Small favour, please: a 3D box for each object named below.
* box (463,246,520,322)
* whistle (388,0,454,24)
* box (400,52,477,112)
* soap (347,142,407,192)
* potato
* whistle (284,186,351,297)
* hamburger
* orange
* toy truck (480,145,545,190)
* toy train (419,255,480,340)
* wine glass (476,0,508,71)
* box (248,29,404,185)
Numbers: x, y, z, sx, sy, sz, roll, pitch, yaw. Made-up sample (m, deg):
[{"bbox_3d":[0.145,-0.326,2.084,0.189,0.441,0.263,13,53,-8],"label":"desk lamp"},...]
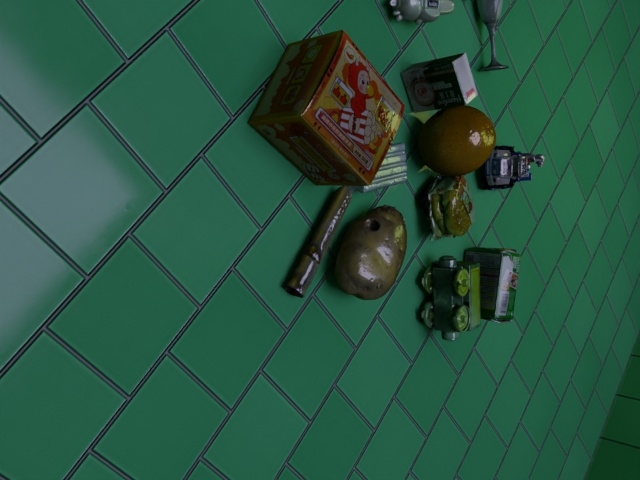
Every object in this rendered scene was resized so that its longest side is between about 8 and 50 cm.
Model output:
[{"bbox_3d":[0.577,0.147,2.140,0.103,0.180,0.250,8,89,-40],"label":"box"},{"bbox_3d":[0.300,-0.702,1.858,0.253,0.106,0.102,-12,139,-31],"label":"whistle"},{"bbox_3d":[0.352,-0.466,1.862,0.081,0.199,0.135,-38,115,-33],"label":"box"},{"bbox_3d":[0.161,-0.209,1.792,0.198,0.066,0.119,-17,106,-41],"label":"soap"},{"bbox_3d":[0.146,0.033,1.749,0.191,0.141,0.296,39,67,-20],"label":"potato"},{"bbox_3d":[-0.001,-0.001,1.662,0.068,0.057,0.327,100,16,-70],"label":"whistle"},{"bbox_3d":[0.409,-0.093,1.991,0.235,0.125,0.214,-53,124,-41],"label":"hamburger"},{"bbox_3d":[0.414,-0.304,1.909,0.236,0.236,0.237,-4,96,-43],"label":"orange"},{"bbox_3d":[0.670,-0.258,2.196,0.213,0.176,0.161,-8,100,-43],"label":"toy truck"},{"bbox_3d":[0.426,0.181,2.016,0.188,0.159,0.272,-8,99,-49],"label":"toy train"},{"bbox_3d":[0.634,-0.757,2.196,0.264,0.096,0.310,-18,105,-49],"label":"wine glass"},{"bbox_3d":[0.026,-0.317,1.558,0.283,0.213,0.260,39,65,-38],"label":"box"}]
